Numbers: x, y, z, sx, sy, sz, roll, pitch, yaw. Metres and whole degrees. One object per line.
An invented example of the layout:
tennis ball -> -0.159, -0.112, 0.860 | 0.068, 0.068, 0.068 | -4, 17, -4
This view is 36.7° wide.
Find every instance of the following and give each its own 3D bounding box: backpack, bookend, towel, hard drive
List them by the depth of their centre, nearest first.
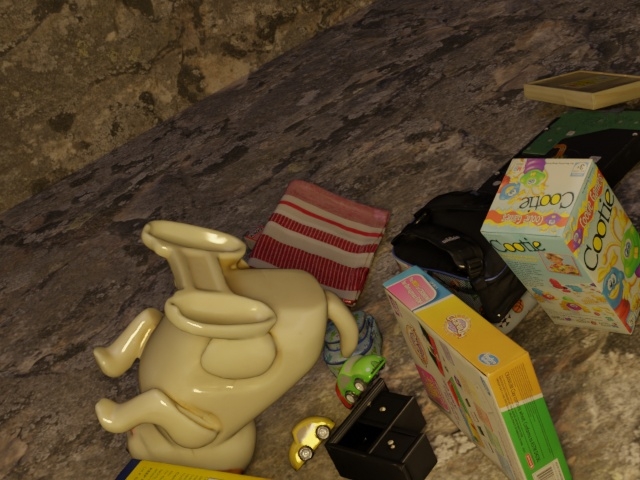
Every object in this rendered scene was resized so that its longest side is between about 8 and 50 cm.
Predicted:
bookend -> 0.118, 0.300, 1.475 | 0.157, 0.072, 0.156 | 6, 40, 45
backpack -> 0.268, 0.027, 1.683 | 0.276, 0.213, 0.263 | -37, 37, -30
backpack -> 0.052, 0.186, 1.716 | 0.105, 0.084, 0.114 | -20, 30, 16
hard drive -> 0.512, -0.159, 1.963 | 0.339, 0.064, 0.237 | -41, 31, -27
towel -> 0.000, 0.000, 1.999 | 0.237, 0.037, 0.329 | 19, 39, 5

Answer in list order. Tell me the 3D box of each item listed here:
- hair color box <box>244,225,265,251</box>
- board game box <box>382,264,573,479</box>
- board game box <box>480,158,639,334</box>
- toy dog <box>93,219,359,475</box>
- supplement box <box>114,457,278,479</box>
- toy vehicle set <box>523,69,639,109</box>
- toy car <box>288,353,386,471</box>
hair color box -> -0.088, 0.031, 2.095 | 0.053, 0.093, 0.167 | -37, 29, -22
board game box -> 0.218, 0.198, 1.388 | 0.064, 0.242, 0.316 | -29, 28, -10
board game box -> 0.392, 0.010, 1.503 | 0.144, 0.275, 0.142 | 5, 60, 44
toy dog -> -0.172, 0.214, 1.537 | 0.395, 0.407, 0.284 | 5, 31, -34
supplement box -> -0.150, 0.448, 1.305 | 0.357, 0.195, 0.194 | -2, 35, 38
toy vehicle set -> 0.598, -0.341, 2.166 | 0.166, 0.035, 0.267 | -16, 18, -17
toy car -> 0.038, 0.235, 1.516 | 0.239, 0.053, 0.225 | -44, -11, -39
